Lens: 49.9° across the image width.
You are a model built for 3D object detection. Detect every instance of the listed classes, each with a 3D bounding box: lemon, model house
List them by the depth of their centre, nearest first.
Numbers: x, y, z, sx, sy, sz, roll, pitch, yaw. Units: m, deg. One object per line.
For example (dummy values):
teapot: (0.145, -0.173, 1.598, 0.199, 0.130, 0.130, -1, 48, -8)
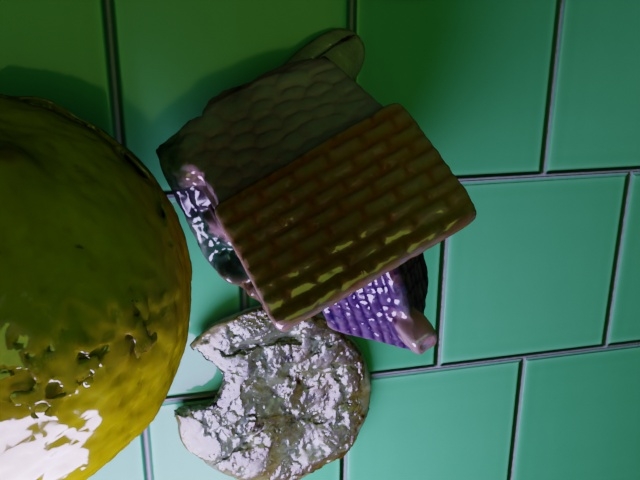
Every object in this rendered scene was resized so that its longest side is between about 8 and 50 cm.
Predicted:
lemon: (-0.284, 0.062, 0.578, 0.349, 0.350, 0.387, 14, 133, -18)
model house: (0.000, 0.000, 0.643, 0.202, 0.237, 0.237, -27, 134, -12)

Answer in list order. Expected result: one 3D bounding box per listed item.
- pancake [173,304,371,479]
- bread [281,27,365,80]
pancake: (-0.052, 0.190, 0.836, 0.253, 0.037, 0.254, -5, 110, -13)
bread: (-0.031, -0.137, 0.726, 0.073, 0.053, 0.214, 38, 96, -18)
